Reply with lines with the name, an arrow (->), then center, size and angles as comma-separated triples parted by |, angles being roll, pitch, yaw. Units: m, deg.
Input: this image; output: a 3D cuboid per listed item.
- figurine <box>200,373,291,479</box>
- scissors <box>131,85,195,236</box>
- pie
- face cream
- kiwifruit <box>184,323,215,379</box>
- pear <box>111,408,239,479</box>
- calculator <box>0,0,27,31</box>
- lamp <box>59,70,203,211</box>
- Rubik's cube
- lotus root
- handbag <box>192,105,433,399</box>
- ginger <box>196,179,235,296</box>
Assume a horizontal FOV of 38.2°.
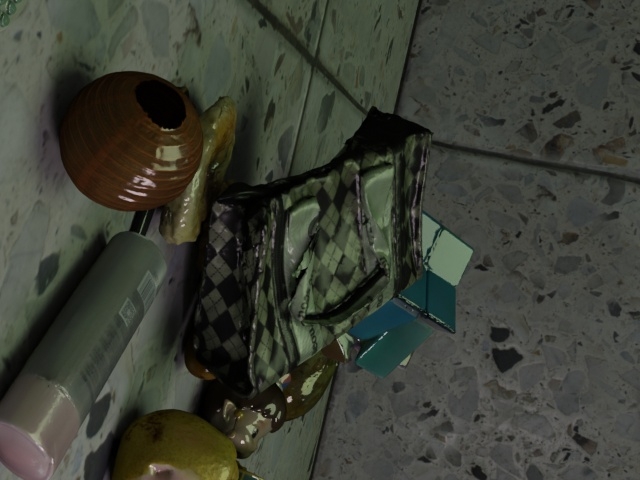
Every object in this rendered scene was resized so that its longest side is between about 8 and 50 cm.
figurine -> -0.134, 0.317, 1.567 | 0.161, 0.158, 0.275 | 104, 5, -63
scissors -> -0.196, -0.079, 1.122 | 0.088, 0.017, 0.220 | 83, 22, -73
pie -> -0.151, -0.098, 1.176 | 0.218, 0.052, 0.185 | -68, 175, -62
face cream -> -0.243, 0.110, 0.948 | 0.107, 0.073, 0.269 | 86, 19, -45
kiwifruit -> -0.167, 0.156, 1.421 | 0.075, 0.075, 0.124 | 87, 15, -58
pear -> -0.190, 0.313, 1.237 | 0.178, 0.178, 0.178 | 13, 90, -80
calculator -> -0.235, -0.229, 0.699 | 0.095, 0.021, 0.153 | 61, 44, -76
lamp -> -0.178, -0.093, 0.873 | 0.136, 0.136, 0.136 | 13, 90, -80
Rubik's cube -> 0.074, 0.054, 1.819 | 0.387, 0.368, 0.358 | 35, 76, -32
lotus root -> -0.054, 0.292, 2.031 | 0.173, 0.173, 0.309 | 92, 22, -47
handbag -> 0.000, 0.000, 1.365 | 0.416, 0.180, 0.316 | -32, 139, -40
ginger -> -0.151, 0.012, 1.381 | 0.193, 0.053, 0.176 | 76, 23, -71
